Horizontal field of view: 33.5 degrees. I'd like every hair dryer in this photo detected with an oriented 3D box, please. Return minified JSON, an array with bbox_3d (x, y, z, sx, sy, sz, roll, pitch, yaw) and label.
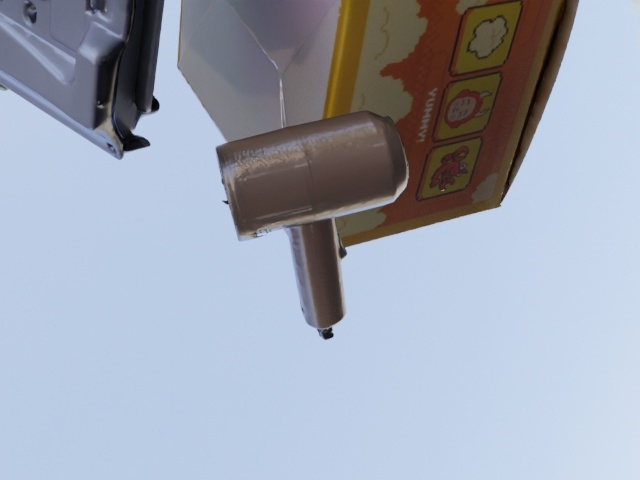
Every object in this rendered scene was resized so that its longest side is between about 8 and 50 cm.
[{"bbox_3d":[0.000,0.000,0.713,0.117,0.064,0.181,-14,-46,-6],"label":"hair dryer"}]

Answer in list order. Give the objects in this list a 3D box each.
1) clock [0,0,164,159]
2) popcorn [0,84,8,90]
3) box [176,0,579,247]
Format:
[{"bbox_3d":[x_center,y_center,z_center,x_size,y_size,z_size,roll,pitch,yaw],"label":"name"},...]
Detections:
[{"bbox_3d":[-0.173,-0.187,0.652,0.083,0.186,0.253,-41,-25,-43],"label":"clock"},{"bbox_3d":[-0.388,-0.207,1.100,0.213,0.198,0.197,-4,-63,-10],"label":"popcorn"},{"bbox_3d":[0.030,-0.187,0.873,0.214,0.283,0.259,-15,-41,-23],"label":"box"}]
